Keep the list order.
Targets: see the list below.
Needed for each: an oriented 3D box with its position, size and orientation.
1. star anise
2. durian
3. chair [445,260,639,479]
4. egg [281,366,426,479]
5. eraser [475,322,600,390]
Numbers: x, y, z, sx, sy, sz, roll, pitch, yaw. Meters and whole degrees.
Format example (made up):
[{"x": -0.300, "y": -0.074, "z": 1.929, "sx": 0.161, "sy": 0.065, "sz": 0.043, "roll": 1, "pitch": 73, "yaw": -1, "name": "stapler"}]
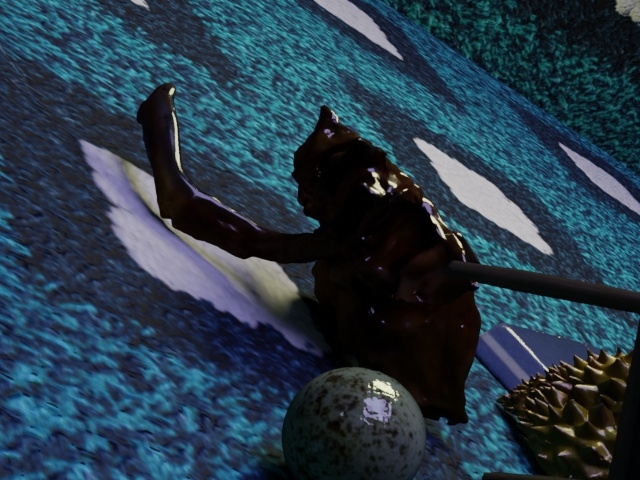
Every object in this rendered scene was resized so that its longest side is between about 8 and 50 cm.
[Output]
[{"x": 0.004, "y": -0.010, "z": 1.246, "sx": 0.346, "sy": 0.148, "sz": 0.237, "roll": 37, "pitch": -7, "yaw": 6, "name": "star anise"}, {"x": 0.253, "y": 0.171, "z": 1.352, "sx": 0.182, "sy": 0.165, "sz": 0.132, "roll": 65, "pitch": -12, "yaw": 10, "name": "durian"}, {"x": 0.223, "y": 0.112, "z": 1.089, "sx": 0.272, "sy": 0.166, "sz": 0.188, "roll": 10, "pitch": -1, "yaw": 24, "name": "chair"}, {"x": 0.022, "y": 0.118, "z": 0.990, "sx": 0.085, "sy": 0.085, "sz": 0.110, "roll": 43, "pitch": 16, "yaw": 18, "name": "egg"}, {"x": 0.226, "y": 0.124, "z": 1.549, "sx": 0.082, "sy": 0.036, "sz": 0.225, "roll": 47, "pitch": 17, "yaw": 31, "name": "eraser"}]
